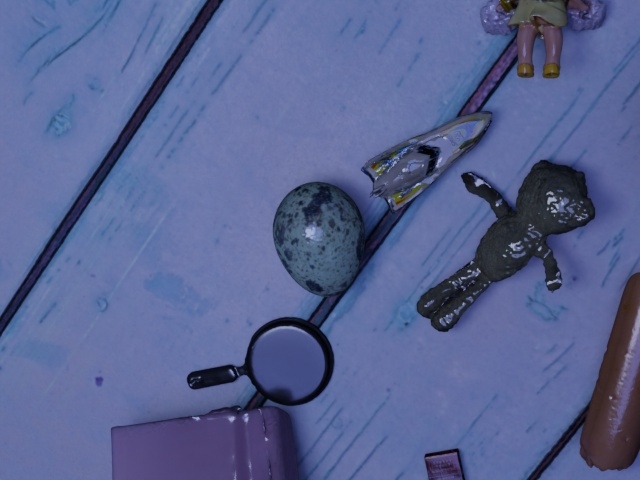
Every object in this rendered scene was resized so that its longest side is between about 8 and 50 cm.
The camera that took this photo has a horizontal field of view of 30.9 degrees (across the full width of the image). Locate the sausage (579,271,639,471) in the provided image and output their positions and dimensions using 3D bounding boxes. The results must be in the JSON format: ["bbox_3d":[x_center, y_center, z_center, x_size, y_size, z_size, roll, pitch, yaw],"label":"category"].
[{"bbox_3d":[0.435,0.186,1.625,0.086,0.086,0.289,15,97,9],"label":"sausage"}]

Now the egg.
[{"bbox_3d":[0.000,0.000,1.669,0.132,0.132,0.172,-9,105,12],"label":"egg"}]

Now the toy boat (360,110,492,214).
[{"bbox_3d":[0.157,-0.124,1.660,0.210,0.066,0.084,-34,90,12],"label":"toy boat"}]

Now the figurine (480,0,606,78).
[{"bbox_3d":[0.304,-0.342,1.583,0.174,0.116,0.240,3,96,11],"label":"figurine"}]

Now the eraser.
[{"bbox_3d":[-0.162,0.438,1.689,0.272,0.122,0.359,-12,70,13],"label":"eraser"}]

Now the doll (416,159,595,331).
[{"bbox_3d":[0.267,0.017,1.642,0.202,0.091,0.286,23,88,42],"label":"doll"}]

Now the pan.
[{"bbox_3d":[-0.095,0.196,1.759,0.235,0.028,0.136,-13,92,12],"label":"pan"}]

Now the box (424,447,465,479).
[{"bbox_3d":[0.188,0.354,1.721,0.051,0.023,0.082,-12,93,13],"label":"box"}]
